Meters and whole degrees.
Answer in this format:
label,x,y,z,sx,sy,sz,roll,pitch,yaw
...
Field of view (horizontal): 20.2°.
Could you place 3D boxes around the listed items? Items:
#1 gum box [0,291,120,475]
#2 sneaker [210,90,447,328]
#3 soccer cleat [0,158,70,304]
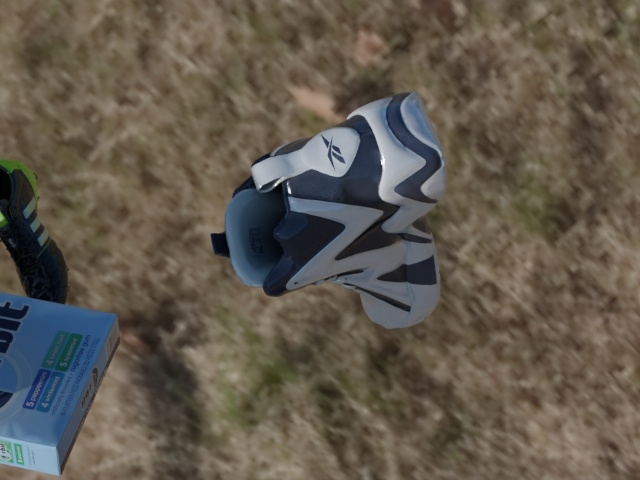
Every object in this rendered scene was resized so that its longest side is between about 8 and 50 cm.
label,x,y,z,sx,sy,sz,roll,pitch,yaw
gum box,-0.283,0.112,1.525,0.184,0.041,0.157,10,45,10
sneaker,0.000,0.000,1.223,0.153,0.235,0.094,-15,65,-9
soccer cleat,-0.313,-0.005,1.865,0.060,0.072,0.178,-30,69,25
